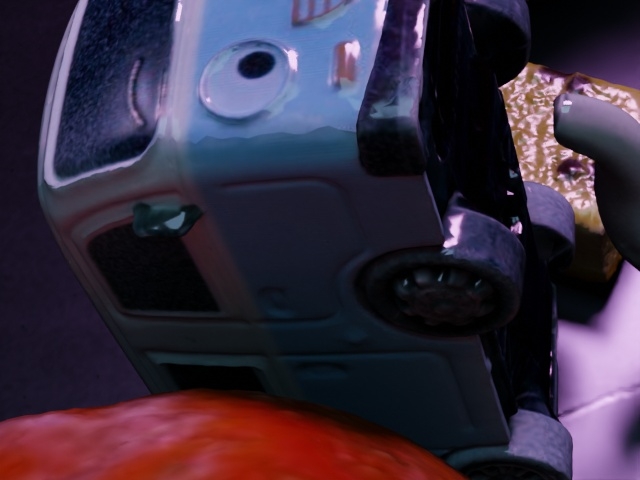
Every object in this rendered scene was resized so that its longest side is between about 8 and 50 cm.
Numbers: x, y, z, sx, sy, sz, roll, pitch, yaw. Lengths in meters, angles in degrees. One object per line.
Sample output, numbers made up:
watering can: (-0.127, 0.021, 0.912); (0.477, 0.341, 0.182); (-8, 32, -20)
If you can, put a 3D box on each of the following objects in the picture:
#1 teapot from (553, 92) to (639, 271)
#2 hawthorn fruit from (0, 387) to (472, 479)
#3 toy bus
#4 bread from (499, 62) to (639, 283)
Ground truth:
teapot: (0.234, -0.011, 0.610); (0.294, 0.129, 0.193); (2, 58, 6)
hawthorn fruit: (-0.040, 0.177, 0.471); (0.284, 0.284, 0.284); (-6, 54, 8)
toy bus: (0.000, 0.000, 0.578); (0.165, 0.271, 0.133); (-4, 54, 15)
bread: (0.042, -0.052, 0.741); (0.226, 0.049, 0.088); (16, 60, 23)
